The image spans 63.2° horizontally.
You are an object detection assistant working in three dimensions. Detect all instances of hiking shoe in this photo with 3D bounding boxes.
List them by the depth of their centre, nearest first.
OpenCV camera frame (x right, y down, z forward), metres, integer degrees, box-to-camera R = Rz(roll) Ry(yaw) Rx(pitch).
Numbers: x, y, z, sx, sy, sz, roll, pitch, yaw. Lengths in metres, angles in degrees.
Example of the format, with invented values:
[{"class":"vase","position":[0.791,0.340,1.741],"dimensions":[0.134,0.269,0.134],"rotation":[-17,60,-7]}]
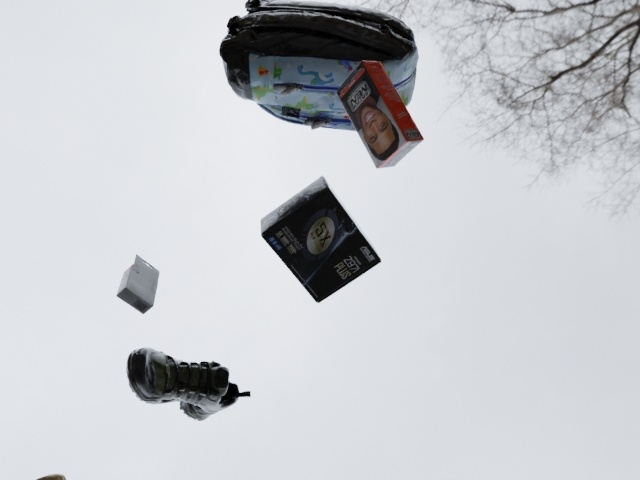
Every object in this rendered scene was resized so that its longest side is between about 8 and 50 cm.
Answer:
[{"class":"hiking shoe","position":[-0.206,0.216,0.827],"dimensions":[0.114,0.227,0.086],"rotation":[-23,-127,13]}]

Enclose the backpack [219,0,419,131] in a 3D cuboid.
[{"class":"backpack","position":[0.020,-0.358,1.056],"dimensions":[0.355,0.273,0.290],"rotation":[-3,-141,15]}]

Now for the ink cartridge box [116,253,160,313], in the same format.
[{"class":"ink cartridge box","position":[-0.340,0.080,0.977],"dimensions":[0.029,0.115,0.063],"rotation":[-39,-61,13]}]

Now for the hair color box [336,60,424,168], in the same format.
[{"class":"hair color box","position":[0.085,-0.185,0.764],"dimensions":[0.043,0.072,0.141],"rotation":[-14,-109,-41]}]

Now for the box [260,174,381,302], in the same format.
[{"class":"box","position":[0.000,0.000,0.957],"dimensions":[0.147,0.077,0.180],"rotation":[-34,-67,7]}]

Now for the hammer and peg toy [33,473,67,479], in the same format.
[{"class":"hammer and peg toy","position":[-0.369,0.365,0.496],"dimensions":[0.361,0.266,0.127],"rotation":[-19,-120,-14]}]
